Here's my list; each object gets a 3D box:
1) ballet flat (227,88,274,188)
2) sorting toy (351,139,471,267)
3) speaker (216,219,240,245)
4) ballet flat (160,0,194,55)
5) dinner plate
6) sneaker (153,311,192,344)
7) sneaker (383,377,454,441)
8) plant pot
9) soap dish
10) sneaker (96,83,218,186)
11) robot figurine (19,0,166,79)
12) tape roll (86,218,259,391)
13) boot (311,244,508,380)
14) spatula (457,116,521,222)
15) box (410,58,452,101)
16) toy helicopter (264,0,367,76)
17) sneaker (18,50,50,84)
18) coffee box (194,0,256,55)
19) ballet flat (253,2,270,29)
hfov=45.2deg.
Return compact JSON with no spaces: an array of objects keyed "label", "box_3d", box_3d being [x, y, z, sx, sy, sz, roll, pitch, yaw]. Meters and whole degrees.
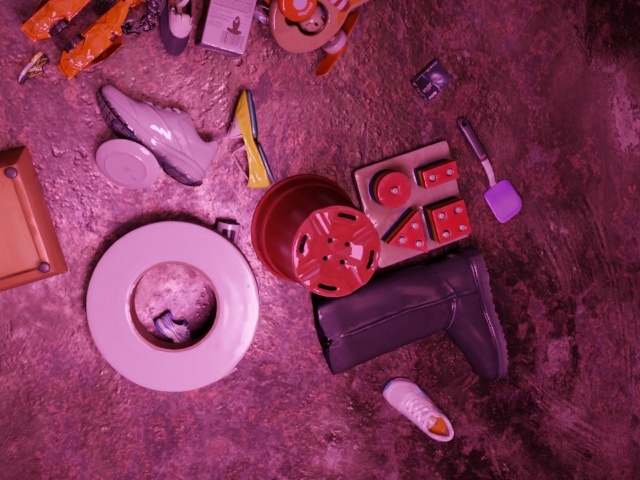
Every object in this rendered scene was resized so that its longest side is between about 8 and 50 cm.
[{"label":"ballet flat","box_3d":[-0.169,-0.226,1.758,0.077,0.077,0.231,-13,107,3]},{"label":"sorting toy","box_3d":[0.236,-0.085,1.896,0.255,0.089,0.257,-20,106,-12]},{"label":"speaker","box_3d":[-0.225,0.023,1.799,0.055,0.055,0.136,9,99,-18]},{"label":"ballet flat","box_3d":[-0.304,-0.502,1.654,0.074,0.074,0.203,3,100,-17]},{"label":"dinner plate","box_3d":[-0.422,-0.161,1.677,0.141,0.017,0.141,5,137,4]},{"label":"sneaker","box_3d":[-0.327,0.220,1.813,0.058,0.052,0.135,-47,110,-7]},{"label":"sneaker","box_3d":[0.261,0.441,2.012,0.228,0.092,0.087,38,91,-19]},{"label":"plant pot","box_3d":[0.000,0.000,1.750,0.272,0.265,0.273,-4,103,-16]},{"label":"soap dish","box_3d":[-0.688,-0.028,1.616,0.228,0.118,0.291,-17,107,-13]},{"label":"sneaker","box_3d":[-0.358,-0.247,1.693,0.297,0.111,0.129,39,71,-23]},{"label":"robot figurine","box_3d":[-0.467,-0.485,1.605,0.291,0.085,0.211,-42,110,-4]},{"label":"tape roll","box_3d":[-0.327,0.147,1.740,0.391,0.072,0.392,0,96,-4]},{"label":"boot","box_3d":[0.224,0.246,1.929,0.444,0.146,0.367,-18,98,-15]},{"label":"spatula","box_3d":[0.425,-0.187,1.962,0.084,0.030,0.297,-34,108,-9]},{"label":"box","box_3d":[0.272,-0.391,1.880,0.083,0.018,0.067,-43,109,-5]},{"label":"toy helicopter","box_3d":[0.053,-0.524,1.715,0.355,0.140,0.235,-27,128,-11]},{"label":"sneaker","box_3d":[-0.603,-0.359,1.618,0.035,0.031,0.083,38,89,-20]},{"label":"coffee box","box_3d":[-0.191,-0.529,1.649,0.098,0.141,0.247,12,97,-18]},{"label":"ballet flat","box_3d":[-0.110,-0.493,1.733,0.114,0.041,0.041,39,89,-19]}]
